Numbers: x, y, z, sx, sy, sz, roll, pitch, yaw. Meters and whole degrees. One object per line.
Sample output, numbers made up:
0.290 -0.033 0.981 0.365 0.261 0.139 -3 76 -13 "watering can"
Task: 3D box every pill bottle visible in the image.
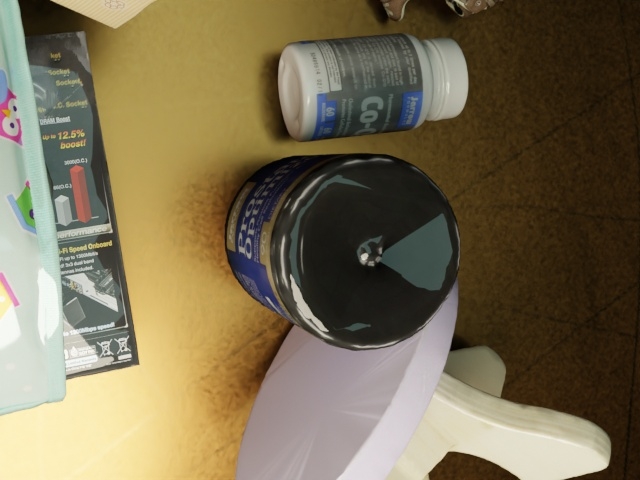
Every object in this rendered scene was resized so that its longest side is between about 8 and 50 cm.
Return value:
0.041 -0.123 0.730 0.137 0.078 0.078 -8 97 -16 "pill bottle"
0.000 0.000 0.653 0.122 0.219 0.123 -1 95 -18 "pill bottle"

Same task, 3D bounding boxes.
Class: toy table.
0.064 0.136 0.685 0.161 0.252 0.274 45 54 -20 "toy table"

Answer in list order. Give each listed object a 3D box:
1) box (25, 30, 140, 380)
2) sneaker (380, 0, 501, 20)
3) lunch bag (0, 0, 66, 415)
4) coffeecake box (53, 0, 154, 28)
-0.297 -0.005 0.634 0.307 0.076 0.243 -11 97 -17 "box"
0.135 -0.224 0.769 0.188 0.066 0.071 -6 113 -12 "sneaker"
-0.264 -0.014 0.513 0.223 0.160 0.263 -7 91 -25 "lunch bag"
-0.142 -0.231 0.487 0.142 0.068 0.186 18 69 -39 "coffeecake box"
